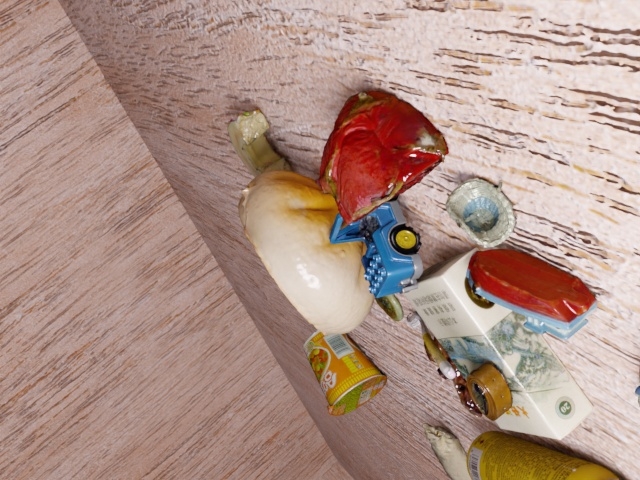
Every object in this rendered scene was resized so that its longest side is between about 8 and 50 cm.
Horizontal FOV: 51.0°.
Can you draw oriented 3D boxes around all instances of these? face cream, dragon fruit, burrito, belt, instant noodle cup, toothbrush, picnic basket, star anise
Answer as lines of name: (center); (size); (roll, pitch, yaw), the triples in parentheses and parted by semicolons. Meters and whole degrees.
face cream: (0.343, 0.364, 0.994); (0.105, 0.105, 0.348); (56, 164, -4)
dragon fruit: (0.057, -0.116, 0.814); (0.161, 0.120, 0.127); (56, 159, 13)
burrito: (0.309, 0.512, 1.486); (0.275, 0.059, 0.082); (60, 170, -17)
belt: (0.219, 0.198, 0.879); (0.059, 0.036, 0.083); (39, 155, 47)
instant noodle cup: (0.048, 0.316, 1.679); (0.185, 0.168, 0.168); (54, 166, 30)
toothbrush: (0.168, 0.159, 1.048); (0.021, 0.024, 0.288); (55, -176, -9)
picnic basket: (0.178, -0.034, 0.743); (0.083, 0.065, 0.083); (52, -174, 23)
star anise: (0.229, 0.207, 1.096); (0.168, 0.057, 0.168); (57, 164, 26)

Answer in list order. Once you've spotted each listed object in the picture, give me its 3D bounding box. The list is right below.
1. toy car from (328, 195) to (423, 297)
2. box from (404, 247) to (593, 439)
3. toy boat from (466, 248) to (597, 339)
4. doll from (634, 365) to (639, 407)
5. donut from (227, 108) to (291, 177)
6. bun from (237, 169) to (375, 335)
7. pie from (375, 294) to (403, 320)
toy car: (0.070, -0.009, 0.942); (0.097, 0.100, 0.191); (108, 147, -62)
box: (0.233, 0.143, 0.923); (0.256, 0.069, 0.164); (54, 164, 2)
toy boat: (0.229, 0.057, 0.757); (0.173, 0.069, 0.059); (28, 142, 48)
doll: (0.341, 0.143, 0.684); (0.037, 0.027, 0.125); (47, 164, 50)
donut: (-0.119, -0.177, 1.285); (0.166, 0.065, 0.108); (61, 163, -24)
bun: (0.000, 0.000, 1.097); (0.299, 0.164, 0.299); (53, -176, -5)
pie: (0.126, 0.117, 1.265); (0.084, 0.021, 0.084); (48, 163, 20)
